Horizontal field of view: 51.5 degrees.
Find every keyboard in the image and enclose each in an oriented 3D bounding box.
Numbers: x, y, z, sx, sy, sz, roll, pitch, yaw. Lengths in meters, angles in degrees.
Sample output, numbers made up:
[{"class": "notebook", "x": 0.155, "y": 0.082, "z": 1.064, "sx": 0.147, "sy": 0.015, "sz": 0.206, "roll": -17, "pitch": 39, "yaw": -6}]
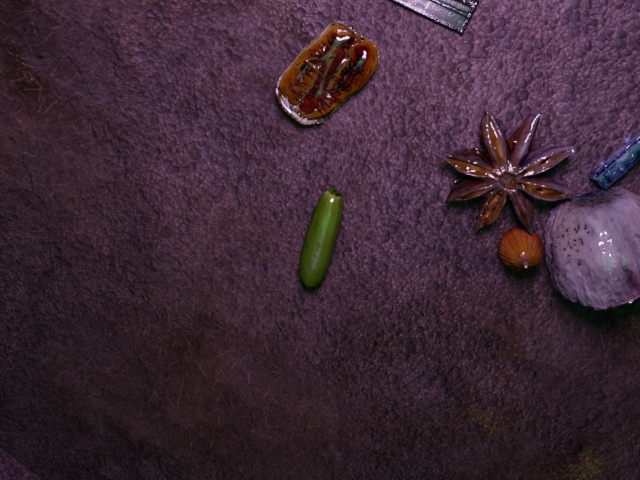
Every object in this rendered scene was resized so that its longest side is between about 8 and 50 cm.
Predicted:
[{"class": "keyboard", "x": 0.228, "y": -0.555, "z": 1.502, "sx": 0.250, "sy": 0.017, "sz": 0.087, "roll": 25, "pitch": 113, "yaw": -3}]

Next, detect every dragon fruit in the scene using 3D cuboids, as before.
[{"class": "dragon fruit", "x": 0.674, "y": 0.011, "z": 1.569, "sx": 0.282, "sy": 0.204, "sz": 0.221, "roll": -20, "pitch": 112, "yaw": 15}]

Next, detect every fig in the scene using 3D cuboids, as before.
[{"class": "fig", "x": 0.508, "y": 0.022, "z": 1.646, "sx": 0.119, "sy": 0.153, "sz": 0.119, "roll": 0, "pitch": 86, "yaw": -5}]

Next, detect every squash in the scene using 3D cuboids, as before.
[{"class": "squash", "x": -0.001, "y": 0.001, "z": 1.740, "sx": 0.082, "sy": 0.082, "sz": 0.293, "roll": 16, "pitch": 114, "yaw": 2}]

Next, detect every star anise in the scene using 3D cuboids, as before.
[{"class": "star anise", "x": 0.447, "y": -0.162, "z": 1.586, "sx": 0.331, "sy": 0.118, "sz": 0.332, "roll": 6, "pitch": 122, "yaw": 10}]

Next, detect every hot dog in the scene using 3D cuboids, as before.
[{"class": "hot dog", "x": 0.014, "y": -0.394, "z": 1.569, "sx": 0.270, "sy": 0.082, "sz": 0.162, "roll": -41, "pitch": 100, "yaw": 23}]

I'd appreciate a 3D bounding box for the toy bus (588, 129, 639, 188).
[{"class": "toy bus", "x": 0.711, "y": -0.191, "z": 1.558, "sx": 0.047, "sy": 0.065, "sz": 0.166, "roll": 41, "pitch": 112, "yaw": -9}]
